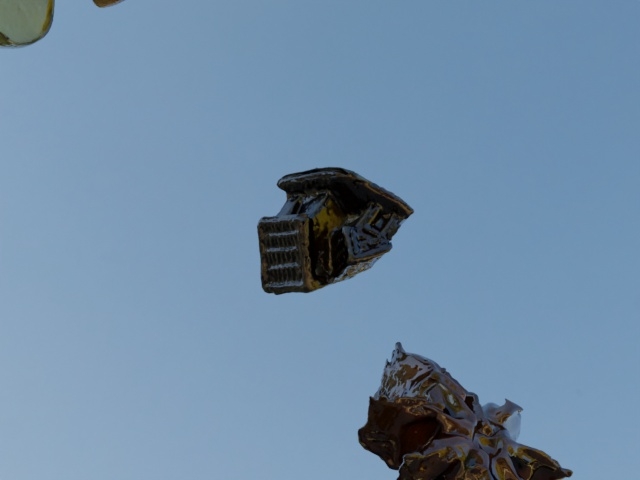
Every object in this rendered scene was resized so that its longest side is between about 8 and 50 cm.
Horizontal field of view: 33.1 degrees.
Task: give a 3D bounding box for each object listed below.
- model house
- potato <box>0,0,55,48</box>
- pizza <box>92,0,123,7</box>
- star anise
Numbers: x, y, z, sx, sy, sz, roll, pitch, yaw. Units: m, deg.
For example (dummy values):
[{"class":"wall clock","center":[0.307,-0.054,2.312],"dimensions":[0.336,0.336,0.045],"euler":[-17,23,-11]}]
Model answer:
[{"class":"model house","center":[0.005,-0.001,1.252],"dimensions":[0.165,0.152,0.106],"euler":[-8,-51,44]},{"class":"potato","center":[-0.395,-0.311,1.126],"dimensions":[0.111,0.160,0.271],"euler":[-7,-36,25]},{"class":"pizza","center":[-0.214,-0.429,1.329],"dimensions":[0.161,0.085,0.305],"euler":[28,-84,8]},{"class":"star anise","center":[0.084,0.208,0.999],"dimensions":[0.346,0.237,0.148],"euler":[-18,-43,-37]}]
